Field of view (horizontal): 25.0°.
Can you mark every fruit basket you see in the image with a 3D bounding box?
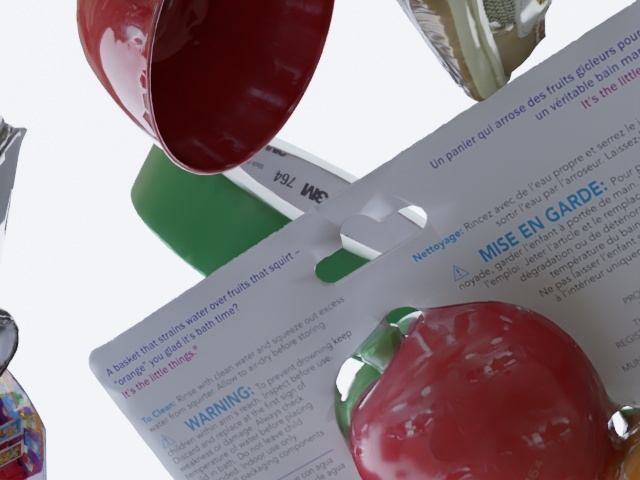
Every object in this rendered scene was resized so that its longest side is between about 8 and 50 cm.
[{"bbox_3d":[0.115,0.114,0.666,0.353,0.327,0.165,55,-157,-3],"label":"fruit basket"}]

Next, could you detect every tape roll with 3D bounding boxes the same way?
[{"bbox_3d":[0.000,0.000,1.206,0.321,0.077,0.321,27,-168,-6],"label":"tape roll"}]

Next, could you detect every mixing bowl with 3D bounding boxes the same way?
[{"bbox_3d":[-0.080,-0.140,0.861,0.098,0.181,0.181,23,-128,26],"label":"mixing bowl"}]

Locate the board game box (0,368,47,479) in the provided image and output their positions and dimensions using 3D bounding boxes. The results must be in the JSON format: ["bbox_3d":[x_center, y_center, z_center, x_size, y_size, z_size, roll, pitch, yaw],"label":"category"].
[{"bbox_3d":[-0.244,0.156,1.013,0.133,0.169,0.033,26,-147,37],"label":"board game box"}]

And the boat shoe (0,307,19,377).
[{"bbox_3d":[-0.224,0.099,0.829,0.065,0.075,0.206,11,-153,20],"label":"boat shoe"}]

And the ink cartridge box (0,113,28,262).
[{"bbox_3d":[-0.258,0.087,0.557,0.223,0.307,0.129,12,-162,-4],"label":"ink cartridge box"}]

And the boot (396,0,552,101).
[{"bbox_3d":[0.081,-0.125,0.399,0.165,0.213,0.077,-36,-105,5],"label":"boot"}]
